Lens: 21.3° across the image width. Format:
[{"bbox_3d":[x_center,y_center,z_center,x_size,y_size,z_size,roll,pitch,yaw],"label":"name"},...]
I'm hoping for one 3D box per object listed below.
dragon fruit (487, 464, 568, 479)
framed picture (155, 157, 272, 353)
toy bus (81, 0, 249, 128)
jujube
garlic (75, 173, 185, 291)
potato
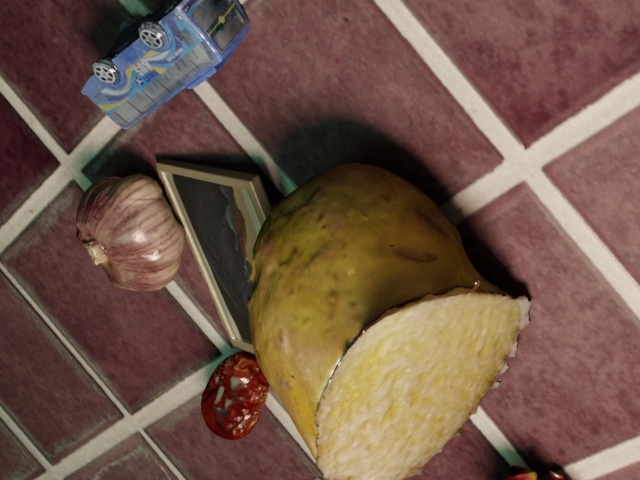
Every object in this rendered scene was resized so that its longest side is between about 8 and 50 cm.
[{"bbox_3d":[0.226,0.317,1.824,0.133,0.136,0.166,18,146,36],"label":"dragon fruit"},{"bbox_3d":[-0.086,0.030,1.944,0.192,0.018,0.265,12,132,50],"label":"framed picture"},{"bbox_3d":[-0.164,-0.199,1.793,0.094,0.079,0.236,40,146,-17],"label":"toy bus"},{"bbox_3d":[-0.104,0.187,2.080,0.077,0.077,0.129,36,136,15],"label":"jujube"},{"bbox_3d":[-0.226,-0.004,1.993,0.147,0.102,0.159,47,152,4],"label":"garlic"},{"bbox_3d":[0.032,0.070,1.722,0.237,0.301,0.289,43,108,33],"label":"potato"}]
